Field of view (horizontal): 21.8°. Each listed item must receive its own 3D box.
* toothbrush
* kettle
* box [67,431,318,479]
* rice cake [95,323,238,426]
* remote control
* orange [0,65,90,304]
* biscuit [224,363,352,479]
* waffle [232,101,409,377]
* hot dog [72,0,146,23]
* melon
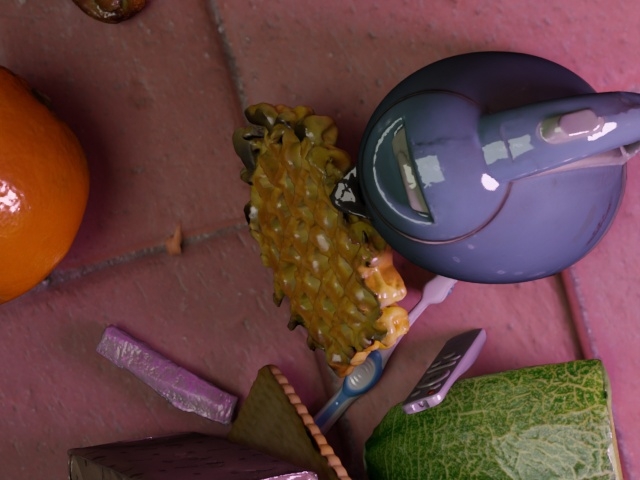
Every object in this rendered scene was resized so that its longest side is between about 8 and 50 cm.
[{"bbox_3d":[0.044,0.159,1.912,0.040,0.040,0.386,46,114,15],"label":"toothbrush"},{"bbox_3d":[0.185,-0.084,1.631,0.320,0.342,0.247,-19,85,19],"label":"kettle"},{"bbox_3d":[-0.147,0.354,1.879,0.297,0.190,0.225,5,99,59],"label":"box"},{"bbox_3d":[-0.186,0.165,2.031,0.207,0.036,0.047,29,104,22],"label":"rice cake"},{"bbox_3d":[0.136,0.143,1.784,0.050,0.184,0.027,-23,99,28],"label":"remote control"},{"bbox_3d":[-0.430,-0.071,1.978,0.312,0.312,0.312,4,98,26],"label":"orange"},{"bbox_3d":[-0.033,0.282,1.908,0.254,0.029,0.172,55,130,40],"label":"biscuit"},{"bbox_3d":[-0.004,-0.011,1.822,0.329,0.062,0.329,48,148,43],"label":"waffle"},{"bbox_3d":[-0.264,-0.333,1.991,0.099,0.065,0.147,-25,87,37],"label":"hot dog"},{"bbox_3d":[0.177,0.237,1.808,0.324,0.124,0.196,-8,88,26],"label":"melon"}]
